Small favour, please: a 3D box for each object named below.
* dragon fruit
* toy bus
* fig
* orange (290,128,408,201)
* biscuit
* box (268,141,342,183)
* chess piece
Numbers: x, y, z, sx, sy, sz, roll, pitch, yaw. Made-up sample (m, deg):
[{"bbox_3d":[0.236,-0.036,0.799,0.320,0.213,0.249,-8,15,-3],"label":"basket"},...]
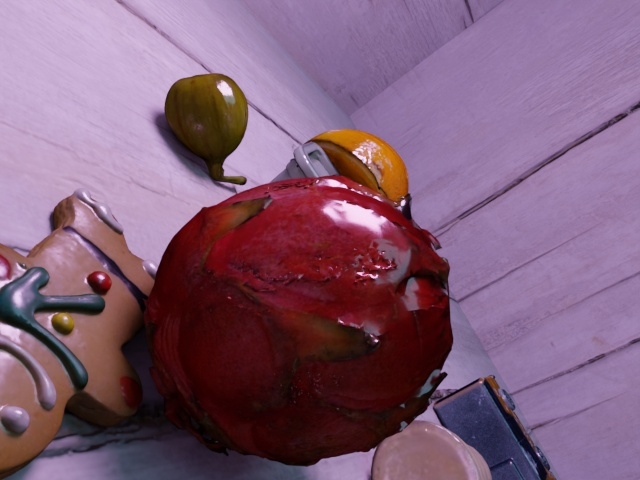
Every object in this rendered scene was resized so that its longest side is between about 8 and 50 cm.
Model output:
[{"bbox_3d":[-0.017,0.079,0.502,0.295,0.302,0.295,172,-90,-88],"label":"dragon fruit"},{"bbox_3d":[0.426,0.502,1.136,0.194,0.162,0.323,27,32,-56],"label":"toy bus"},{"bbox_3d":[-0.200,-0.197,0.836,0.142,0.186,0.148,11,9,3],"label":"fig"},{"bbox_3d":[0.059,-0.110,1.019,0.274,0.274,0.310,57,8,4],"label":"orange"},{"bbox_3d":[-0.219,0.068,0.410,0.196,0.049,0.301,49,20,-14],"label":"biscuit"},{"bbox_3d":[0.000,0.000,0.872,0.311,0.183,0.175,53,18,-7],"label":"box"},{"bbox_3d":[0.213,0.397,0.790,0.300,0.167,0.166,38,24,-53],"label":"chess piece"}]
